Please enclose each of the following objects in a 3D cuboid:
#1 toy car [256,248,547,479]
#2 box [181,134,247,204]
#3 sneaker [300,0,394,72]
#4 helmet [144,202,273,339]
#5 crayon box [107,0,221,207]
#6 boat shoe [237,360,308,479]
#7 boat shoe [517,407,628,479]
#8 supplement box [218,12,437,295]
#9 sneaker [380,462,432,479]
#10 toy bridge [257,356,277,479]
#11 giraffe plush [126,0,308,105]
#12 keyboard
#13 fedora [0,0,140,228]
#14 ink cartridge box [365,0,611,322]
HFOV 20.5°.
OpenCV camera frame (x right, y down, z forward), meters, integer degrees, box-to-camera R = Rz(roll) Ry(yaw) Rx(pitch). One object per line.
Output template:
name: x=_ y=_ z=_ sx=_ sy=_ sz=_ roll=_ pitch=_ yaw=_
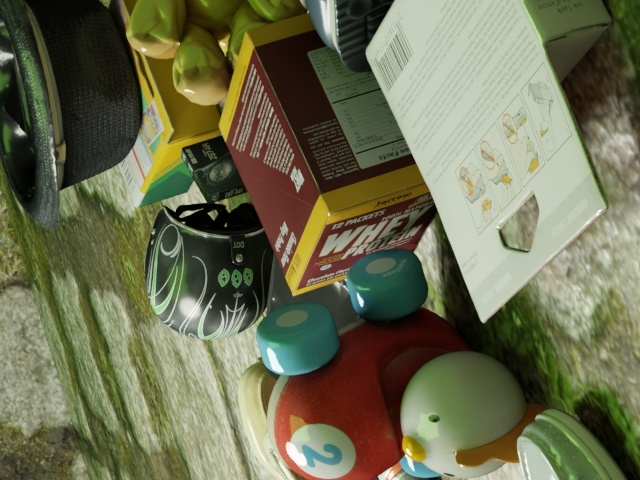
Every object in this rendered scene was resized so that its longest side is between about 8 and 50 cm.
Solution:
toy car: x=0.091 y=0.158 z=1.573 sx=0.238 sy=0.210 sz=0.219 roll=20 pitch=132 yaw=52
box: x=-0.121 y=-0.087 z=2.119 sx=0.018 sy=0.067 sz=0.083 roll=96 pitch=150 yaw=-51
sneaker: x=0.017 y=-0.293 z=1.465 sx=0.131 sy=0.112 sz=0.319 roll=53 pitch=153 yaw=37
helmet: x=-0.134 y=0.042 z=2.132 sx=0.169 sy=0.169 sz=0.161 roll=43 pitch=130 yaw=55
crayon box: x=-0.213 y=-0.188 z=2.260 sx=0.323 sy=0.083 sz=0.203 roll=132 pitch=118 yaw=-70
boat shoe: x=0.002 y=0.264 z=2.071 sx=0.285 sy=0.104 sz=0.089 roll=60 pitch=153 yaw=-2
boat shoe: x=0.220 y=0.298 z=1.457 sx=0.118 sy=0.103 sz=0.320 roll=7 pitch=114 yaw=70
supplement box: x=0.010 y=-0.085 z=1.649 sx=0.191 sy=0.129 sz=0.194 roll=114 pitch=135 yaw=-63
sneaker: x=0.090 y=0.292 z=1.896 sx=0.065 sy=0.061 sz=0.158 roll=53 pitch=155 yaw=30
toy bridge: x=-0.035 y=0.220 z=2.169 sx=0.026 sy=0.063 sz=0.188 roll=-137 pitch=35 yaw=-56
giraffe plush: x=-0.096 y=-0.229 z=1.774 sx=0.210 sy=0.181 sz=0.170 roll=62 pitch=-175 yaw=17
keyboard: x=0.024 y=0.109 z=1.865 sx=0.201 sy=0.033 sz=0.317 roll=39 pitch=152 yaw=18
fedora: x=-0.318 y=-0.188 z=2.184 sx=0.334 sy=0.152 sz=0.334 roll=165 pitch=90 yaw=-70
ink cartridge box: x=0.142 y=-0.102 z=1.359 sx=0.296 sy=0.066 sz=0.261 roll=125 pitch=125 yaw=-68
